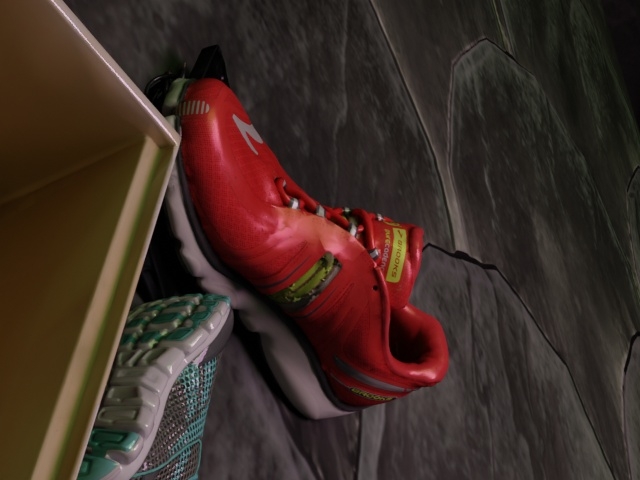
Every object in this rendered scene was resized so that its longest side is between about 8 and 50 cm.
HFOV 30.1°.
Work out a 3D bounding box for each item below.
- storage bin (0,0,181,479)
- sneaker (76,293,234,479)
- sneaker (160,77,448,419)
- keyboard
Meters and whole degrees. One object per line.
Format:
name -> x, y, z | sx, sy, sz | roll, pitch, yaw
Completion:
storage bin -> -0.193, -0.020, 0.376 | 0.262, 0.123, 0.260 | 51, 31, -34
sneaker -> -0.084, 0.088, 0.600 | 0.166, 0.065, 0.076 | -59, 141, -54
sneaker -> 0.000, 0.000, 0.711 | 0.279, 0.118, 0.107 | 56, 30, -41
keyboard -> -0.093, -0.053, 0.713 | 0.192, 0.038, 0.100 | -77, 162, -51
